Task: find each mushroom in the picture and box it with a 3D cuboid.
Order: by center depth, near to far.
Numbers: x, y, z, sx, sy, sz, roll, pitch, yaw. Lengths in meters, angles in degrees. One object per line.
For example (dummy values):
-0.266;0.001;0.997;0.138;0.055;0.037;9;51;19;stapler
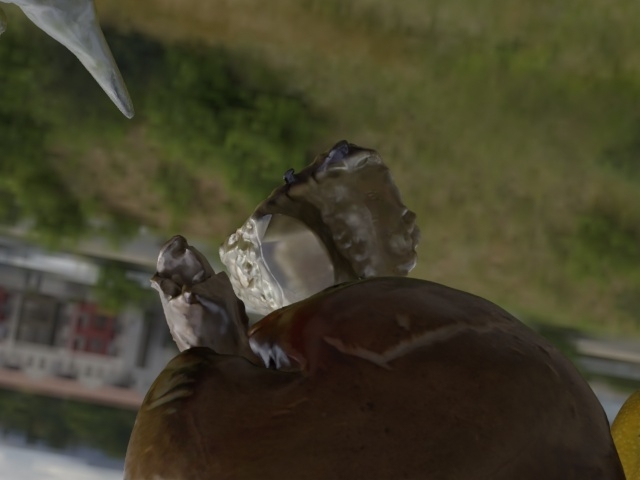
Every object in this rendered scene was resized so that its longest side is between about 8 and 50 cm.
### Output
0.008;0.058;0.504;0.135;0.080;0.170;-26;-126;-33;mushroom

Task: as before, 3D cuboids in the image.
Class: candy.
0.000;0.000;0.963;0.095;0.085;0.110;-26;-177;-21;candy

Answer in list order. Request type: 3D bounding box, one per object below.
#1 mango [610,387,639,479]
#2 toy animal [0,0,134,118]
0.167;0.076;0.580;0.190;0.098;0.075;0;132;39;mango
-0.113;-0.084;0.586;0.219;0.155;0.095;-23;-157;22;toy animal
